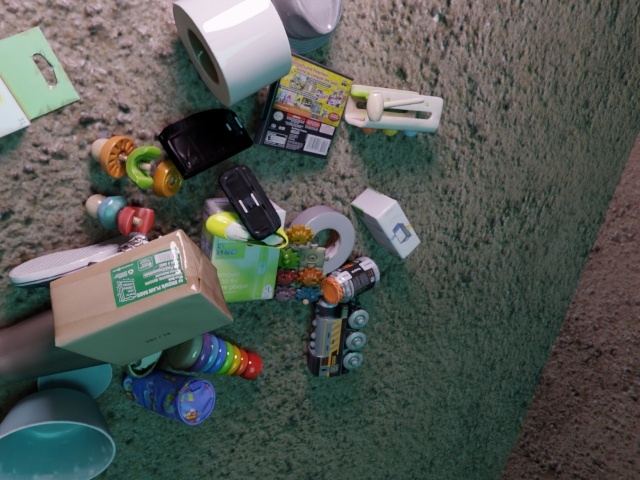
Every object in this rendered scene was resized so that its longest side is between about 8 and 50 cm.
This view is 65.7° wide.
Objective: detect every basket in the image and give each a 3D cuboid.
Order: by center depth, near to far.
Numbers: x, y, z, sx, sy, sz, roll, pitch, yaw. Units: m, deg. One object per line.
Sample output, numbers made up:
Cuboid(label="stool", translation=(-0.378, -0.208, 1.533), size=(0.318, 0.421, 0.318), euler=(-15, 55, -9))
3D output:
Cuboid(label="basket", translation=(-0.686, 0.258, 1.258), size=(0.227, 0.154, 0.204), euler=(-18, 94, -17))

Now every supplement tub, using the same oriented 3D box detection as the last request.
Cuboid(label="supplement tub", translation=(0.099, 0.137, 1.671), size=(0.191, 0.117, 0.116), euler=(-23, 124, -37))

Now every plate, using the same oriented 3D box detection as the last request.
Cuboid(label="plate", translation=(-0.689, 0.385, 1.396), size=(0.188, 0.024, 0.188), euler=(-13, 118, -26))

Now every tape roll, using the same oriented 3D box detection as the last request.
Cuboid(label="tape roll", translation=(-0.200, -0.455, 1.137), size=(0.169, 0.246, 0.246), euler=(-33, 126, -13))
Cuboid(label="tape roll", translation=(0.000, 0.000, 1.594), size=(0.219, 0.072, 0.219), euler=(-14, 120, -26))

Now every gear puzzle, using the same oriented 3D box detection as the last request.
Cuboid(label="gear puzzle", translation=(-0.063, 0.084, 1.520), size=(0.176, 0.044, 0.338), euler=(3, 132, -7))

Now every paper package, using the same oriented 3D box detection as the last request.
Cuboid(label="paper package", translation=(-0.412, 0.152, 1.182), size=(0.325, 0.168, 0.309), euler=(-21, 158, -3))

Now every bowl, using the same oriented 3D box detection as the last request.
Cuboid(label="bowl", translation=(-0.719, 0.518, 1.333), size=(0.312, 0.163, 0.311), euler=(-11, 129, -15))

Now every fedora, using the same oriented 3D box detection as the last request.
Cuboid(label="fedora", translation=(-0.027, -0.608, 1.242), size=(0.244, 0.124, 0.275), euler=(-27, 124, -17))

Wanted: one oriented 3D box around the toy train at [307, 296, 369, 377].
Cuboid(label="toy train", translation=(0.056, 0.338, 1.763), size=(0.191, 0.142, 0.333), euler=(-4, 115, -20))

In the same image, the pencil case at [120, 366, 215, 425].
Cuboid(label="pencil case", translation=(-0.435, 0.424, 1.406), size=(0.119, 0.306, 0.133), euler=(-18, 105, -49))

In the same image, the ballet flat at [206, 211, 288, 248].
Cuboid(label="ballet flat", translation=(-0.185, -0.021, 1.315), size=(0.231, 0.077, 0.077), euler=(13, 105, -34))

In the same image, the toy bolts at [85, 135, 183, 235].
Cuboid(label="toy bolts", translation=(-0.477, -0.134, 1.231), size=(0.218, 0.159, 0.228), euler=(6, 104, -76))

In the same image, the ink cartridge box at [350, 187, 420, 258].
Cuboid(label="ink cartridge box", translation=(0.217, -0.057, 1.645), size=(0.093, 0.154, 0.212), euler=(-43, 127, -9))

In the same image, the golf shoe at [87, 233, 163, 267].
Cuboid(label="golf shoe", translation=(-0.470, 0.033, 1.216), size=(0.198, 0.077, 0.093), euler=(-5, 83, -41))

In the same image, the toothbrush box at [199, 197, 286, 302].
Cuboid(label="toothbrush box", translation=(-0.234, 0.028, 1.435), size=(0.206, 0.122, 0.283), euler=(-1, 112, -31))

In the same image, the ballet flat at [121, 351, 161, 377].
Cuboid(label="ballet flat", translation=(-0.450, 0.228, 1.387), size=(0.123, 0.123, 0.348), euler=(27, 91, -38))

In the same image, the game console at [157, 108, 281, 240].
Cuboid(label="game console", translation=(-0.231, -0.160, 1.262), size=(0.213, 0.044, 0.361), euler=(-36, 98, -34))

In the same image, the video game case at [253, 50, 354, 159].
Cuboid(label="video game case", translation=(-0.041, -0.364, 1.369), size=(0.275, 0.035, 0.248), euler=(1, 113, -48))

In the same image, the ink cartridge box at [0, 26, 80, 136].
Cuboid(label="ink cartridge box", translation=(-0.662, -0.324, 1.043), size=(0.235, 0.056, 0.171), euler=(-29, 124, -14))

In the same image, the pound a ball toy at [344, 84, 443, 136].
Cuboid(label="pound a ball toy", translation=(0.218, -0.368, 1.458), size=(0.319, 0.208, 0.135), euler=(-5, 115, -30))

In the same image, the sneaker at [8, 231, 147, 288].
Cuboid(label="sneaker", translation=(-0.586, 0.083, 1.244), size=(0.321, 0.126, 0.127), euler=(-17, 115, -25))

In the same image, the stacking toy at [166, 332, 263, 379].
Cuboid(label="stacking toy", translation=(-0.312, 0.375, 1.561), size=(0.330, 0.141, 0.141), euler=(34, 93, -43))
